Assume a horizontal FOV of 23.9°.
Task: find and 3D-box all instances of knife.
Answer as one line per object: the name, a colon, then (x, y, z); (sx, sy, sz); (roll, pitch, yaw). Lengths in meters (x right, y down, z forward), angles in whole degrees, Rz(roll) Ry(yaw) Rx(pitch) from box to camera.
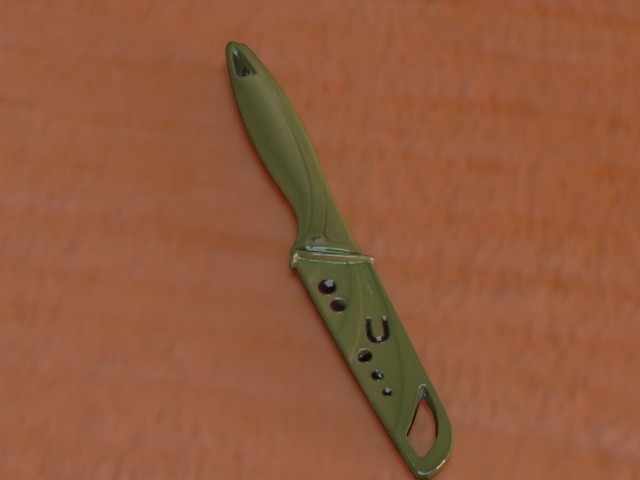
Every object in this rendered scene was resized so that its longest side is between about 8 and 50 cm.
knife: (0.000, 0.000, 0.565); (0.030, 0.014, 0.207); (-18, 58, -15)
